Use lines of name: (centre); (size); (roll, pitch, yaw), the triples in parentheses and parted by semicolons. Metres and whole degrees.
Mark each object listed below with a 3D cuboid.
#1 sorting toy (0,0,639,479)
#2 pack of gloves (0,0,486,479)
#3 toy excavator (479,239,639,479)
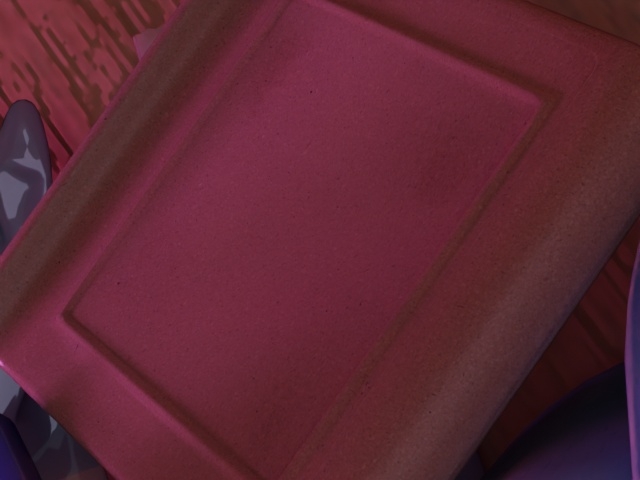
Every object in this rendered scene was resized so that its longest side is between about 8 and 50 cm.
sorting toy: (0.000, 0.000, 0.566); (0.196, 0.047, 0.347); (33, 87, 46)
pack of gloves: (-0.051, 0.046, 0.646); (0.195, 0.046, 0.232); (-14, 88, -2)
toy excavator: (0.079, 0.196, 0.550); (0.445, 0.222, 0.432); (-9, 98, 24)
